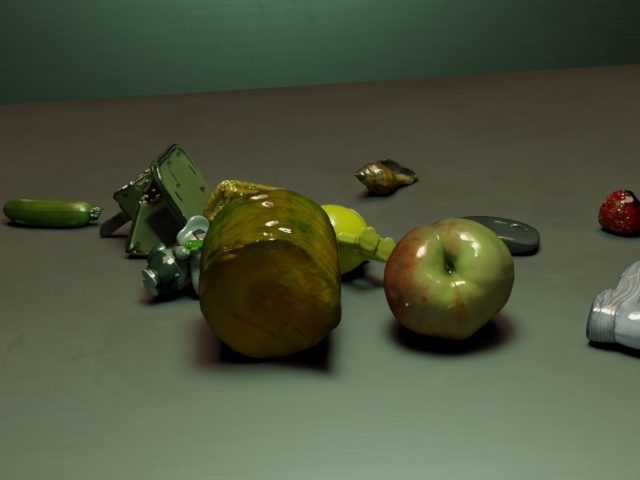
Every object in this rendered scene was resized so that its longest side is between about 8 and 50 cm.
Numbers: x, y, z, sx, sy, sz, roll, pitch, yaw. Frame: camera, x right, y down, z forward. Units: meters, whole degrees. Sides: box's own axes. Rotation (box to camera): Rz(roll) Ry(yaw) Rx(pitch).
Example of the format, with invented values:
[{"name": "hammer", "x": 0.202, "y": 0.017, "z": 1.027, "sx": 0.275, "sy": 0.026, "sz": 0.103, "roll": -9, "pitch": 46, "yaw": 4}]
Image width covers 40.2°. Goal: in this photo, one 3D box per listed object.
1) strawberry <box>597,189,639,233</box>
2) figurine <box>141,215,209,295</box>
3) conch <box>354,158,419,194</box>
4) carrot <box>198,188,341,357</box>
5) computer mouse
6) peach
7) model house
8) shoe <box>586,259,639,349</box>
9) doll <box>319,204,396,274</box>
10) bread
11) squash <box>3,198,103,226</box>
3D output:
[{"name": "strawberry", "x": 0.637, "y": -0.057, "z": 1.851, "sx": 0.106, "sy": 0.106, "sz": 0.106, "roll": -3, "pitch": 21, "yaw": 1}, {"name": "figurine", "x": -0.248, "y": 0.037, "z": 1.668, "sx": 0.126, "sy": 0.147, "sz": 0.192, "roll": 30, "pitch": 49, "yaw": 32}, {"name": "conch", "x": 0.160, "y": -0.158, "z": 2.204, "sx": 0.080, "sy": 0.086, "sz": 0.232, "roll": -37, "pitch": -10, "yaw": 27}, {"name": "carrot", "x": -0.082, "y": 0.045, "z": 1.467, "sx": 0.241, "sy": 0.242, "sz": 0.341, "roll": -4, "pitch": 22, "yaw": -2}, {"name": "computer mouse", "x": 0.339, "y": -0.016, "z": 1.822, "sx": 0.232, "sy": 0.057, "sz": 0.120, "roll": 4, "pitch": 22, "yaw": 18}, {"name": "peach", "x": 0.215, "y": 0.070, "z": 1.463, "sx": 0.232, "sy": 0.233, "sz": 0.232, "roll": -3, "pitch": 21, "yaw": 1}, {"name": "model house", "x": -0.384, "y": -0.044, "z": 1.894, "sx": 0.278, "sy": 0.205, "sz": 0.218, "roll": -29, "pitch": 14, "yaw": 15}, {"name": "shoe", "x": 0.548, "y": 0.109, "z": 1.426, "sx": 0.137, "sy": 0.095, "sz": 0.245, "roll": 21, "pitch": 34, "yaw": 40}, {"name": "doll", "x": 0.000, "y": 0.000, "z": 1.753, "sx": 0.199, "sy": 0.145, "sz": 0.363, "roll": 31, "pitch": -13, "yaw": -36}, {"name": "bread", "x": -0.148, "y": -0.072, "z": 1.881, "sx": 0.211, "sy": 0.114, "sz": 0.083, "roll": 8, "pitch": 37, "yaw": -47}, {"name": "squash", "x": -0.643, "y": -0.066, "z": 2.076, "sx": 0.258, "sy": 0.069, "sz": 0.069, "roll": 2, "pitch": 21, "yaw": 14}]
